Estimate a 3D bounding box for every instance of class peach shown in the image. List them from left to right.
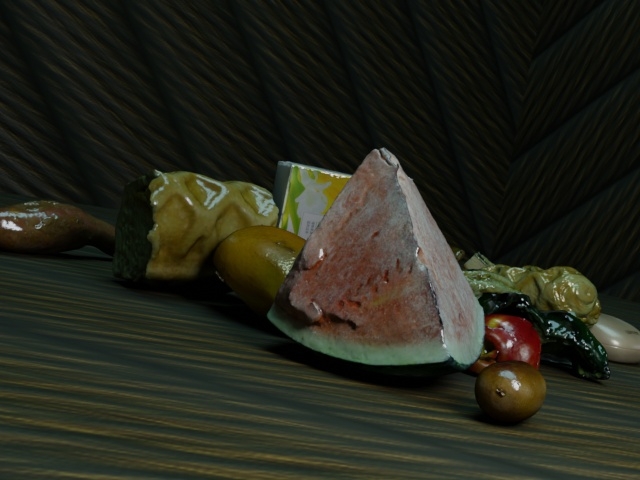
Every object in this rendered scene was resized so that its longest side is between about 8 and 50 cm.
[{"bbox_3d":[0.266,0.154,1.359,0.127,0.092,0.172,9,5,14],"label":"peach"}]

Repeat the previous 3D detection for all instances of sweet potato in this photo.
[{"bbox_3d":[-0.486,-0.017,1.748,0.109,0.109,0.385,14,4,39],"label":"sweet potato"}]

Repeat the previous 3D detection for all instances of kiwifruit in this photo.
[{"bbox_3d":[0.221,0.174,1.052,0.075,0.075,0.124,12,0,23],"label":"kiwifruit"}]

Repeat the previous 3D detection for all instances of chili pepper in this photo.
[{"bbox_3d":[0.340,0.147,1.502,0.264,0.116,0.148,12,1,2],"label":"chili pepper"}]

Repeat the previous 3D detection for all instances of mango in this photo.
[{"bbox_3d":[-0.050,0.066,1.428,0.187,0.138,0.257,25,5,-43],"label":"mango"}]

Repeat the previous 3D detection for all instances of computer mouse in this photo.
[{"bbox_3d":[0.547,0.185,1.831,0.145,0.082,0.236,8,5,-31],"label":"computer mouse"}]

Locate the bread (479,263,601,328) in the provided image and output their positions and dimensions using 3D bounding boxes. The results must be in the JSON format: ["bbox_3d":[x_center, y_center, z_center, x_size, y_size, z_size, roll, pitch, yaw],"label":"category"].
[{"bbox_3d":[0.419,0.119,1.780,0.268,0.130,0.152,0,-37,48],"label":"bread"}]

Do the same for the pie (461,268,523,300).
[{"bbox_3d":[0.257,0.103,1.682,0.248,0.090,0.201,10,-29,-26],"label":"pie"}]

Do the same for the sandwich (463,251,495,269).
[{"bbox_3d":[0.414,0.115,2.009,0.193,0.058,0.162,52,19,20],"label":"sandwich"}]

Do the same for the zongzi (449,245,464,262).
[{"bbox_3d":[0.258,0.060,2.043,0.288,0.134,0.286,-15,-13,38],"label":"zongzi"}]

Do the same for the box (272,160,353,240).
[{"bbox_3d":[0.000,0.000,1.643,0.194,0.260,0.111,9,3,-17],"label":"box"}]

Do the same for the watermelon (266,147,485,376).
[{"bbox_3d":[0.090,0.057,1.243,0.283,0.292,0.250,8,-22,17],"label":"watermelon"}]

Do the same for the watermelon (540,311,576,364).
[{"bbox_3d":[0.328,0.161,1.629,0.241,0.094,0.154,7,-3,-13],"label":"watermelon"}]

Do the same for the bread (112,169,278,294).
[{"bbox_3d":[-0.221,-0.010,1.558,0.252,0.196,0.238,1,-13,-34],"label":"bread"}]
